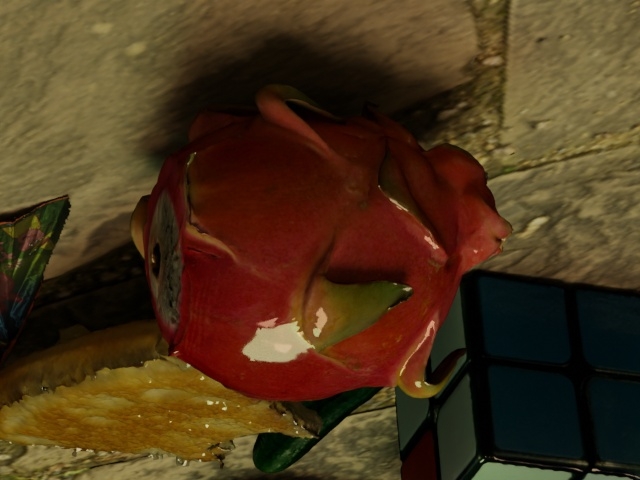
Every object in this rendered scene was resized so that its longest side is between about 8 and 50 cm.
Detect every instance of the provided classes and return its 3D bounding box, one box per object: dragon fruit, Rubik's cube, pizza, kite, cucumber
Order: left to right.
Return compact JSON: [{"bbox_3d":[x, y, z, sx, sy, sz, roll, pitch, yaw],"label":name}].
[{"bbox_3d":[-0.305,0.043,1.518,0.321,0.016,0.234,-14,146,16],"label":"kite"},{"bbox_3d":[-0.123,0.108,1.533,0.223,0.089,0.323,15,157,-33],"label":"pizza"},{"bbox_3d":[-0.005,0.002,1.318,0.227,0.224,0.224,2,147,-27],"label":"dragon fruit"},{"bbox_3d":[0.013,0.121,1.628,0.056,0.056,0.284,14,141,-25],"label":"cucumber"},{"bbox_3d":[0.171,0.148,1.583,0.183,0.167,0.180,10,144,-17],"label":"Rubik's cube"}]
